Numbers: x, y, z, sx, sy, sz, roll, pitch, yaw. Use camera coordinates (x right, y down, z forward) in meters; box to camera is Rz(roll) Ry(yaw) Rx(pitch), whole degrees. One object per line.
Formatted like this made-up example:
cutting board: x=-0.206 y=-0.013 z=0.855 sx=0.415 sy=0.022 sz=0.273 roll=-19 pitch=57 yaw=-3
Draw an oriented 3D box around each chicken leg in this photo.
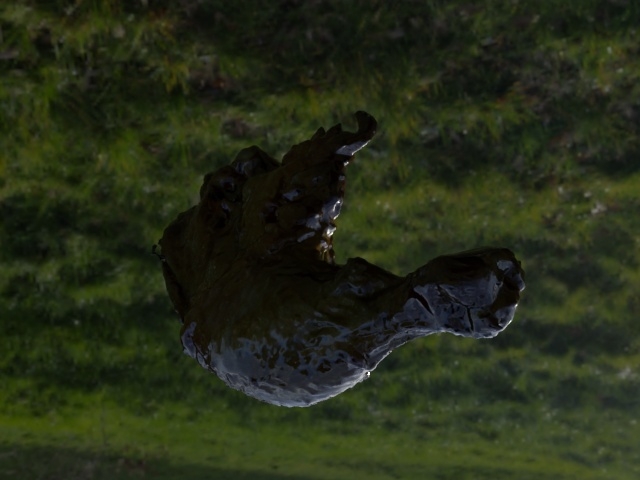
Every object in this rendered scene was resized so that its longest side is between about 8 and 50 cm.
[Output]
chicken leg: x=-0.007 y=0.011 z=0.551 sx=0.083 sy=0.322 sz=0.177 roll=37 pitch=100 yaw=-31
